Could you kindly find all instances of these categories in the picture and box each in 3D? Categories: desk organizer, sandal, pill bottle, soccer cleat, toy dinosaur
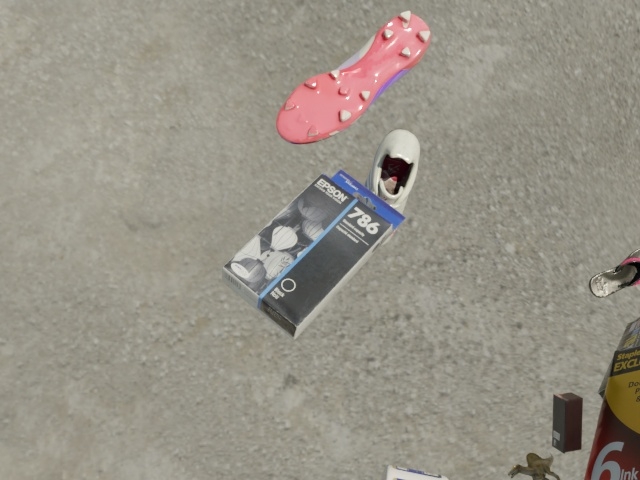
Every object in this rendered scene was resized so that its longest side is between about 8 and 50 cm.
[{"bbox_3d":[0.577,0.425,1.668,0.047,0.050,0.130,-158,66,-70],"label":"desk organizer"},{"bbox_3d":[0.650,0.068,1.497,0.179,0.040,0.067,-27,85,-10],"label":"sandal"},{"bbox_3d":[0.223,0.554,1.529,0.187,0.112,0.111,11,84,2],"label":"pill bottle"},{"bbox_3d":[0.143,-0.098,1.645,0.116,0.143,0.331,13,127,0],"label":"soccer cleat"},{"bbox_3d":[0.513,0.528,1.641,0.053,0.183,0.092,-56,51,35],"label":"toy dinosaur"},{"bbox_3d":[0.046,-0.205,0.945,0.248,0.095,0.083,-42,85,-8],"label":"soccer cleat"}]

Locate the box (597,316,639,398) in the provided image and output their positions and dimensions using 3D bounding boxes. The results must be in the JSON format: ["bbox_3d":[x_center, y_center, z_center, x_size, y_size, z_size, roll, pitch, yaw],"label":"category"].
[{"bbox_3d":[0.689,0.189,1.368,0.079,0.322,0.257,49,126,7],"label":"box"}]

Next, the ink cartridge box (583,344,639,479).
[{"bbox_3d":[0.434,0.164,0.697,0.309,0.130,0.271,-38,21,57],"label":"ink cartridge box"}]

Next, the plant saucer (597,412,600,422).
[{"bbox_3d":[0.661,0.379,1.428,0.200,0.037,0.199,-10,49,12],"label":"plant saucer"}]

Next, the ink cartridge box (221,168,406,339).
[{"bbox_3d":[0.000,0.000,1.240,0.165,0.065,0.332,37,61,13],"label":"ink cartridge box"}]
